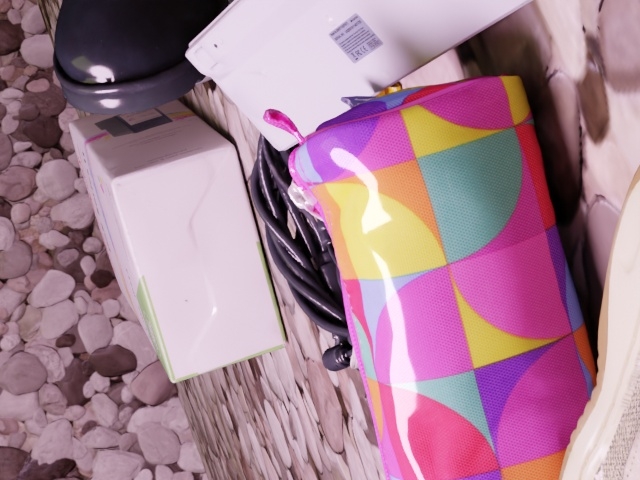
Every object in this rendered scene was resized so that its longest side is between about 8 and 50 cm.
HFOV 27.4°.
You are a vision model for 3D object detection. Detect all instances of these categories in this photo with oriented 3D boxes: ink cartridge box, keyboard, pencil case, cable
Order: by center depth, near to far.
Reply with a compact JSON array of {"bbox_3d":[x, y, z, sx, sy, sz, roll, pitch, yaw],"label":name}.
[{"bbox_3d":[0.058,0.046,0.531,0.104,0.104,0.236,-171,62,-76],"label":"pencil case"},{"bbox_3d":[0.009,-0.093,0.550,0.072,0.014,0.256,42,157,-12],"label":"keyboard"},{"bbox_3d":[0.000,0.000,0.836,0.150,0.047,0.185,-175,68,-77],"label":"cable"},{"bbox_3d":[-0.157,-0.023,1.318,0.353,0.119,0.207,-139,33,-67],"label":"ink cartridge box"}]

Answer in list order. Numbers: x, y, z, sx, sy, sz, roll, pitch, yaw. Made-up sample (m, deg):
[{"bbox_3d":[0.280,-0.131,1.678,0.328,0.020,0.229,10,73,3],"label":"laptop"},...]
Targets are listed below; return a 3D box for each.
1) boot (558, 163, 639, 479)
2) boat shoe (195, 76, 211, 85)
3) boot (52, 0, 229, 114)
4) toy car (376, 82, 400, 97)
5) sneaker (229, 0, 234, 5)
[{"bbox_3d":[0.133,0.089,0.320,0.165,0.077,0.213,-124,23,-47],"label":"boot"},{"bbox_3d":[-0.157,-0.198,1.082,0.320,0.118,0.103,-116,7,-60],"label":"boat shoe"},{"bbox_3d":[-0.104,-0.213,0.687,0.246,0.094,0.207,-75,-23,-45],"label":"boot"},{"bbox_3d":[0.038,-0.025,0.648,0.060,0.040,0.122,85,162,-46],"label":"toy car"},{"bbox_3d":[-0.012,-0.122,0.645,0.170,0.074,0.063,124,127,-75],"label":"sneaker"}]
